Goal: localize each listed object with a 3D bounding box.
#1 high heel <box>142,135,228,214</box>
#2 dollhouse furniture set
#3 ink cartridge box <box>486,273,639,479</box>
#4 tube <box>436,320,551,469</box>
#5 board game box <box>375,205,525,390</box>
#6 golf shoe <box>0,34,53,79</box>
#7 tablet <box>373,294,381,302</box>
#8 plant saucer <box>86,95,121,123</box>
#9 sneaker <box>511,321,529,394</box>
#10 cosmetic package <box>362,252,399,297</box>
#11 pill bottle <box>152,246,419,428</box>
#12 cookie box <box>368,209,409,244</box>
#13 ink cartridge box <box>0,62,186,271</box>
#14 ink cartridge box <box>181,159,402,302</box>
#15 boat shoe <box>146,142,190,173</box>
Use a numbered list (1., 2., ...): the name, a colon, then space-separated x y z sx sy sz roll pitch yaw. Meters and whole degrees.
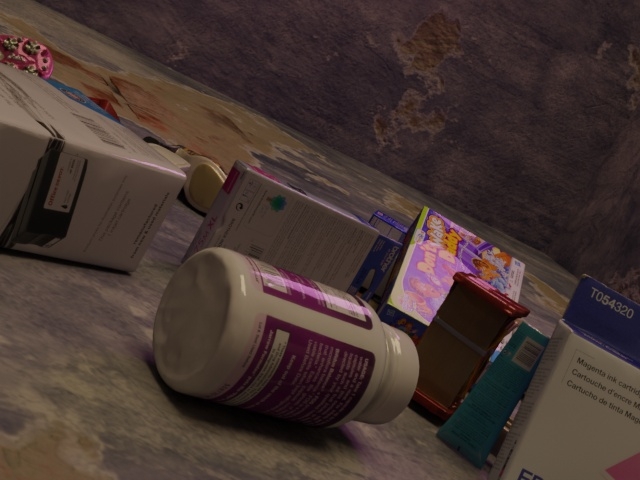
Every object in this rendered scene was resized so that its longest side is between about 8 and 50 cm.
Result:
1. high heel: -0.217 -0.109 2.035 0.261 0.093 0.186 37 3 15
2. dollhouse furniture set: 0.309 0.229 1.563 0.374 0.201 0.152 35 7 17
3. ink cartridge box: 0.430 0.260 1.410 0.324 0.330 0.071 28 -8 -8
4. tube: 0.249 0.212 1.467 0.080 0.207 0.052 35 3 32
5. board game box: 0.241 0.103 1.929 0.233 0.078 0.347 30 35 -2
6. golf shoe: -0.633 -0.312 1.859 0.306 0.115 0.140 15 -23 -12
7. tablet: 0.141 0.129 2.076 0.083 0.006 0.054 29 11 -2
8. plant saucer: -0.459 -0.217 1.730 0.258 0.048 0.259 8 11 -11
9. sneaker: 0.448 0.265 1.971 0.292 0.110 0.118 25 55 8
10. cosmetic package: 0.217 0.086 2.214 0.284 0.097 0.377 28 9 3
11. pill bottle: -0.031 0.127 1.230 0.301 0.169 0.169 22 13 -36
12. cookie box: 0.149 -0.017 2.142 0.107 0.040 0.092 31 10 5
13. ink cartridge box: -0.417 -0.120 1.338 0.285 0.166 0.395 37 12 34
14. ink cartridge box: -0.040 0.018 1.636 0.311 0.186 0.065 24 10 -29
15. boat shoe: -0.313 -0.106 1.735 0.109 0.091 0.305 33 12 13
